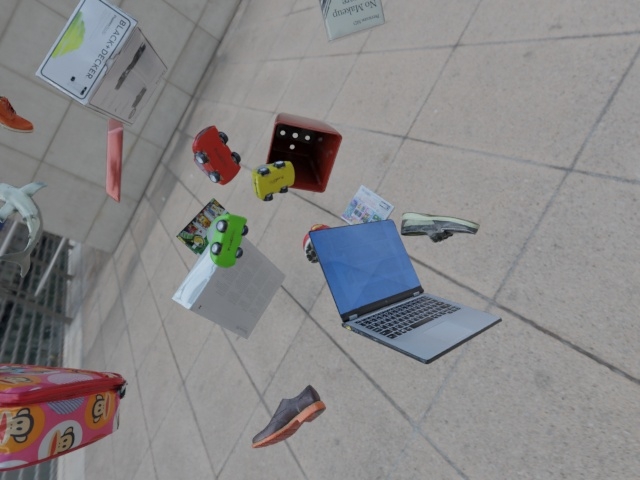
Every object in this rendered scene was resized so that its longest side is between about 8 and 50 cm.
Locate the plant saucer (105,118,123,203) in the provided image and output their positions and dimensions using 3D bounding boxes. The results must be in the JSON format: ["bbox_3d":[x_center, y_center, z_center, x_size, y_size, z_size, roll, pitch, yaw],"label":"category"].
[{"bbox_3d":[-0.714,-0.292,1.432,0.259,0.048,0.258,45,128,53],"label":"plant saucer"}]

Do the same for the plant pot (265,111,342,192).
[{"bbox_3d":[-0.092,-0.386,1.714,0.235,0.267,0.267,-104,27,-51],"label":"plant pot"}]

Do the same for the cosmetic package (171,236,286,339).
[{"bbox_3d":[-0.296,0.159,1.443,0.098,0.377,0.284,21,72,29],"label":"cosmetic package"}]

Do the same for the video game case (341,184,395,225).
[{"bbox_3d":[0.167,-0.100,1.481,0.157,0.019,0.143,40,104,29],"label":"video game case"}]

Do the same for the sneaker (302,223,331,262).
[{"bbox_3d":[0.000,0.000,1.299,0.107,0.279,0.118,-39,73,11],"label":"sneaker"}]

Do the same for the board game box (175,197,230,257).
[{"bbox_3d":[-0.476,-0.056,1.742,0.030,0.136,0.259,-25,25,41],"label":"board game box"}]

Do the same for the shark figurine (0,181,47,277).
[{"bbox_3d":[-0.828,-0.051,1.180,0.278,0.166,0.116,64,162,13],"label":"shark figurine"}]

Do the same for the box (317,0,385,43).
[{"bbox_3d":[0.029,-0.511,0.735,0.113,0.275,0.094,-17,21,5],"label":"box"}]

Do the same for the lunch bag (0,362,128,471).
[{"bbox_3d":[-0.472,0.263,0.652,0.293,0.258,0.120,-2,78,16],"label":"lunch bag"}]

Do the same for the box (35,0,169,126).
[{"bbox_3d":[-0.397,-0.329,0.798,0.169,0.087,0.290,-57,14,3],"label":"box"}]

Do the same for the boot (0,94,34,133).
[{"bbox_3d":[-0.934,-0.382,1.235,0.084,0.158,0.059,-47,45,19],"label":"boot"}]

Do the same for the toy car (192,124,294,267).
[{"bbox_3d":[-0.158,-0.065,0.741,0.053,0.239,0.224,17,92,36],"label":"toy car"}]

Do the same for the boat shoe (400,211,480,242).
[{"bbox_3d":[0.313,-0.029,1.109,0.224,0.080,0.073,12,89,44],"label":"boat shoe"}]

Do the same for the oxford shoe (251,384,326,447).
[{"bbox_3d":[-0.113,0.569,1.329,0.271,0.097,0.098,-34,58,2],"label":"oxford shoe"}]

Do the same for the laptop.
[{"bbox_3d":[0.235,0.103,1.144,0.408,0.382,0.236,16,109,45],"label":"laptop"}]
